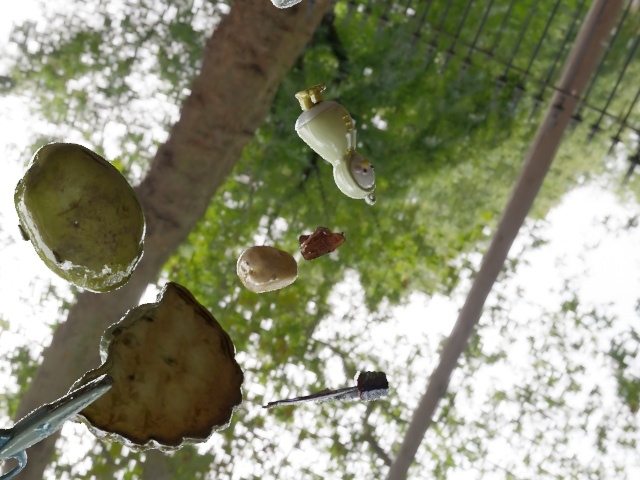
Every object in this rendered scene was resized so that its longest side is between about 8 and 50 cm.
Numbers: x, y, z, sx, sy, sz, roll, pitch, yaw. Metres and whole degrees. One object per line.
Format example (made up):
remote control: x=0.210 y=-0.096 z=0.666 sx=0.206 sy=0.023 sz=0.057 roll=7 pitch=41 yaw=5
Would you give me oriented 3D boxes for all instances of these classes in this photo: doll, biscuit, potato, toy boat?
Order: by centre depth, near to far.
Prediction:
potato: x=-0.076 y=0.041 z=1.433 sx=0.083 sy=0.068 sz=0.062 roll=-5 pitch=-152 yaw=-17
potato: x=-0.377 y=-0.035 z=1.576 sx=0.228 sy=0.148 sz=0.197 roll=37 pitch=-127 yaw=-30
biscuit: x=-0.314 y=0.239 z=1.817 sx=0.335 sy=0.078 sz=0.329 roll=-14 pitch=-121 yaw=-24
doll: x=0.045 y=-0.212 z=2.231 sx=0.296 sy=0.117 sz=0.141 roll=53 pitch=-151 yaw=-2
toy boat: x=0.026 y=0.360 z=2.386 sx=0.318 sy=0.072 sz=0.219 roll=-6 pitch=174 yaw=-25

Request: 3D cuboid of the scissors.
scissors: x=-0.466 y=0.304 z=1.651 sx=0.138 sy=0.289 sz=0.041 roll=59 pitch=178 yaw=-42

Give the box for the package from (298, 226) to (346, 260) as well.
package: x=-0.001 y=-0.001 z=1.697 sx=0.077 sy=0.033 sz=0.110 roll=-9 pitch=-163 yaw=-7

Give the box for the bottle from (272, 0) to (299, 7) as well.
bottle: x=-0.107 y=-0.567 z=1.900 sx=0.245 sy=0.104 sz=0.104 roll=58 pitch=-149 yaw=8

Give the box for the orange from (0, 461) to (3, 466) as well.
orange: x=-0.652 y=0.416 z=1.930 sx=0.083 sy=0.070 sz=0.083 roll=12 pitch=-134 yaw=-13
